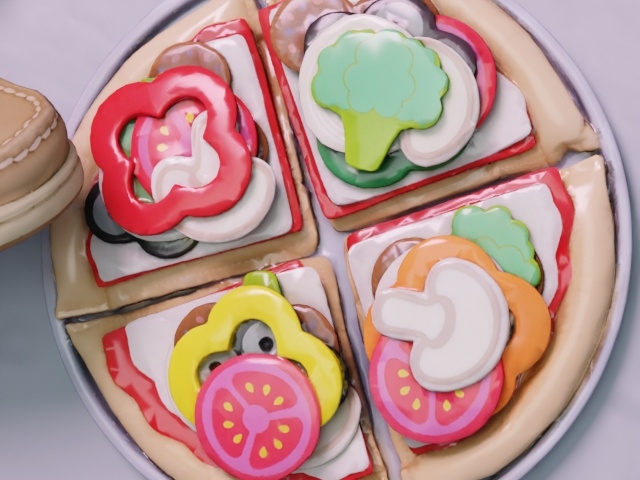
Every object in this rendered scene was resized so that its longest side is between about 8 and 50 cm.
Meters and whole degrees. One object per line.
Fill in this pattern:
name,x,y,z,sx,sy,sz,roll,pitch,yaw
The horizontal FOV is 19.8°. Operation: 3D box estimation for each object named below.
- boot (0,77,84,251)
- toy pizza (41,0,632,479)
boot,-0.198,-0.106,0.570,0.262,0.095,0.203,15,123,22
toy pizza,0.000,0.000,0.601,0.201,0.032,0.201,-1,86,13
